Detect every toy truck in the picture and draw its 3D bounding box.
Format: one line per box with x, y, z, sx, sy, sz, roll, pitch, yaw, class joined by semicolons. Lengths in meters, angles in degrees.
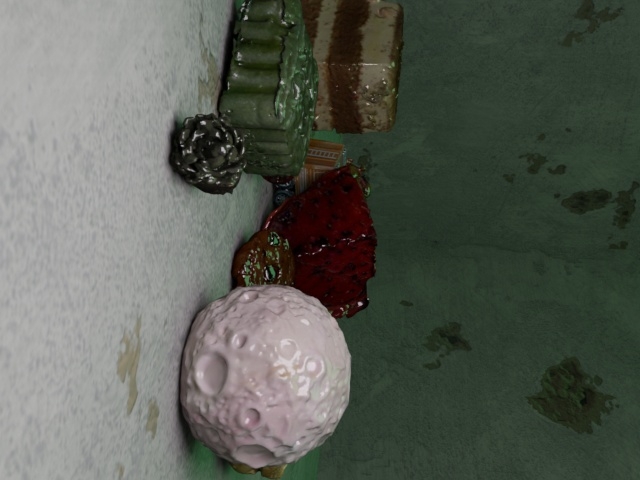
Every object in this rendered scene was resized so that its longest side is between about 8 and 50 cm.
-0.014;-0.089;1.690;0.136;0.162;0.305;-67;161;-49;toy truck

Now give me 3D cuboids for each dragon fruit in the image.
0.051;-0.176;2.246;0.282;0.211;0.147;67;18;-60;dragon fruit
-0.022;0.031;1.568;0.329;0.286;0.228;74;-7;-57;dragon fruit

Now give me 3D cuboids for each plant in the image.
-0.135;-0.104;0.900;0.143;0.094;0.092;88;16;-80;plant

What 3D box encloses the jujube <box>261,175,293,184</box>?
-0.086;-0.186;1.372;0.104;0.104;0.166;84;1;-56;jujube

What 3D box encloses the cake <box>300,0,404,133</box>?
0.058;-0.437;1.779;0.256;0.290;0.282;82;15;-57;cake

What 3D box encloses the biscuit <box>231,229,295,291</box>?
-0.099;0.074;1.298;0.192;0.049;0.192;-14;107;-58;biscuit

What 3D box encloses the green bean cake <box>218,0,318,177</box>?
-0.083;-0.257;1.206;0.255;0.132;0.241;80;18;-68;green bean cake

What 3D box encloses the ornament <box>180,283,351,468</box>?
-0.070;0.191;1.007;0.259;0.225;0.260;2;90;-86;ornament

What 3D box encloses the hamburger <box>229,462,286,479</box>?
-0.095;0.293;1.259;0.286;0.146;0.243;99;1;-80;hamburger
